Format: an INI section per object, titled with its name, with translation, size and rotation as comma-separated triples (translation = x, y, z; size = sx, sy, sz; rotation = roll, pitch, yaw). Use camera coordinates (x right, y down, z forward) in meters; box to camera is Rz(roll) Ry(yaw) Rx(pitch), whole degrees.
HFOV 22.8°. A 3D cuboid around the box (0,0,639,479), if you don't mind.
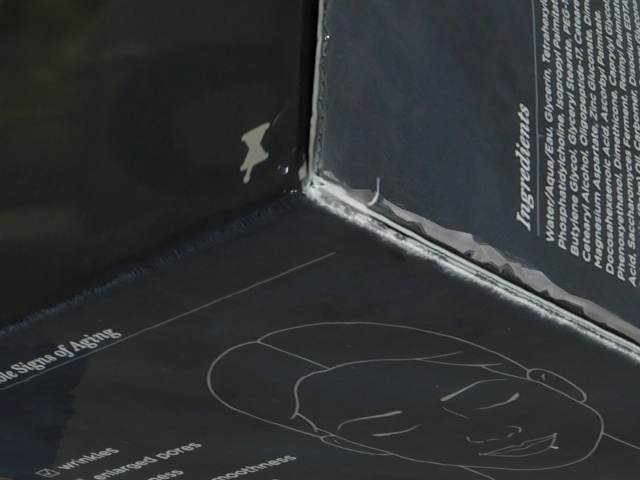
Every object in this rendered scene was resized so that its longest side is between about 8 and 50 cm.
[box]
translation = 0.000, 0.000, 1.063
size = 0.480, 0.472, 0.297
rotation = -22, 56, 40
